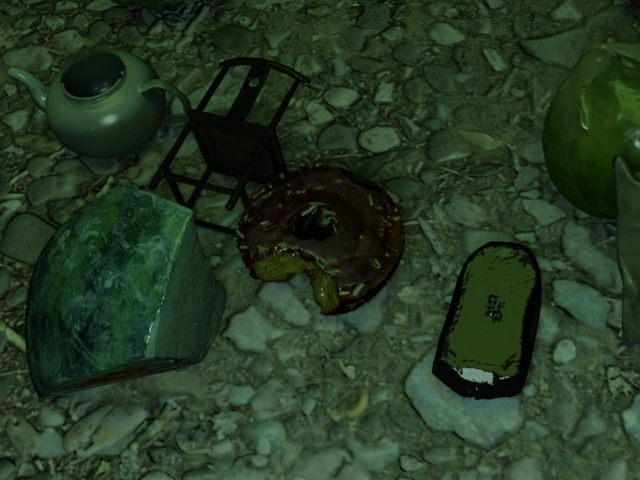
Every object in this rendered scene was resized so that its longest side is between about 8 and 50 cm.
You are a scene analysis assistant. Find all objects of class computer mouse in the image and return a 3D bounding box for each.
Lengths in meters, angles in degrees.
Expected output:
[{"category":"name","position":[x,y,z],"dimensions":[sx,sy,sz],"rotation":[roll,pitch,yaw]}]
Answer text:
[{"category":"computer mouse","position":[0.221,0.105,1.224],"dimensions":[0.122,0.073,0.217],"rotation":[11,64,19]}]

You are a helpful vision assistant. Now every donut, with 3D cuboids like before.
[{"category":"donut","position":[0.001,0.000,1.311],"dimensions":[0.230,0.096,0.216],"rotation":[11,55,7]}]

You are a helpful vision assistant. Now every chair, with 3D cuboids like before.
[{"category":"chair","position":[-0.126,-0.133,1.410],"dimensions":[0.155,0.141,0.260],"rotation":[16,61,19]}]

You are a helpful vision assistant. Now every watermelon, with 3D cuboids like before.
[{"category":"watermelon","position":[-0.240,0.086,1.257],"dimensions":[0.387,0.258,0.228],"rotation":[-32,61,40]}]

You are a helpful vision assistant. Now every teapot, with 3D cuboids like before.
[{"category":"teapot","position":[-0.349,-0.228,1.522],"dimensions":[0.295,0.129,0.193],"rotation":[5,57,13]}]

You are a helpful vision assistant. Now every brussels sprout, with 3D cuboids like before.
[{"category":"brussels sprout","position":[0.411,-0.143,1.275],"dimensions":[0.244,0.244,0.244],"rotation":[-5,54,6]}]

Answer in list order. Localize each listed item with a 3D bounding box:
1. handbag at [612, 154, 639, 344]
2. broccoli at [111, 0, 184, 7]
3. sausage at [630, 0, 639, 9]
[{"category":"handbag","position":[0.522,0.004,1.155],"dimensions":[0.316,0.253,0.109],"rotation":[-5,19,6]},{"category":"broccoli","position":[-0.296,-0.546,1.721],"dimensions":[0.254,0.186,0.302],"rotation":[-30,43,39]},{"category":"sausage","position":[0.655,-0.433,1.529],"dimensions":[0.327,0.079,0.087],"rotation":[-9,43,2]}]
